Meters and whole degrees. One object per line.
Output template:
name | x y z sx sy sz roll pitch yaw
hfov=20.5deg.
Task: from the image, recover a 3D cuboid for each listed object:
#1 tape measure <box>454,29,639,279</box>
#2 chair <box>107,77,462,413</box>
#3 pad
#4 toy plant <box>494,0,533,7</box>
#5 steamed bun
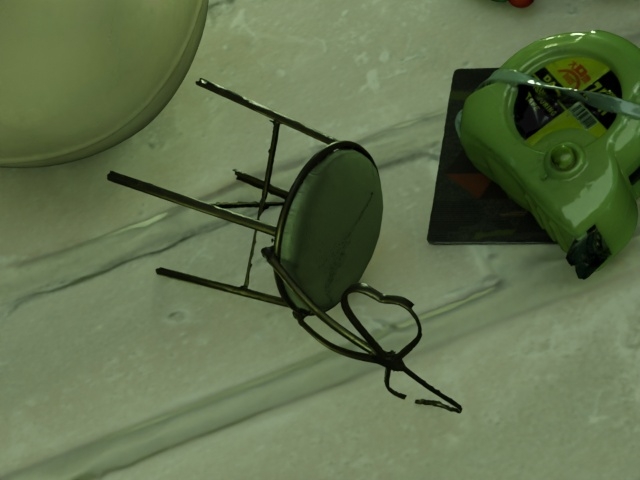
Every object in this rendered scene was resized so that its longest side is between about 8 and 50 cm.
tape measure | 0.212 -0.088 1.479 0.175 0.106 0.200 -42 50 -4
chair | 0.000 0.000 1.432 0.325 0.160 0.170 20 58 33
pad | 0.174 -0.078 1.551 0.143 0.003 0.211 -1 50 14
toy plant | 0.191 -0.296 1.683 0.154 0.088 0.240 -30 60 3
steamed bun | -0.282 -0.230 1.590 0.374 0.334 0.334 18 57 22
